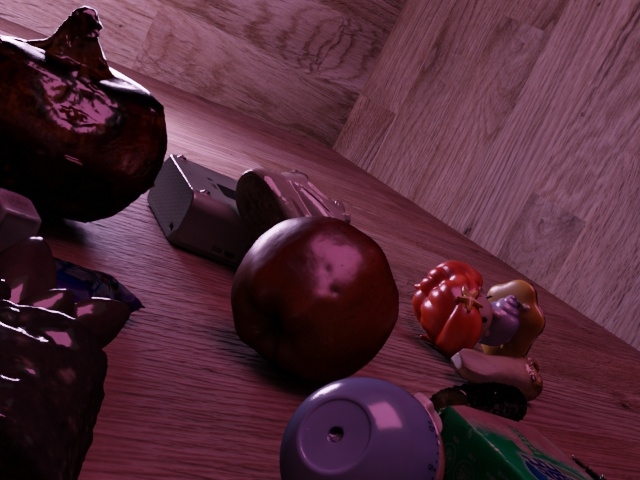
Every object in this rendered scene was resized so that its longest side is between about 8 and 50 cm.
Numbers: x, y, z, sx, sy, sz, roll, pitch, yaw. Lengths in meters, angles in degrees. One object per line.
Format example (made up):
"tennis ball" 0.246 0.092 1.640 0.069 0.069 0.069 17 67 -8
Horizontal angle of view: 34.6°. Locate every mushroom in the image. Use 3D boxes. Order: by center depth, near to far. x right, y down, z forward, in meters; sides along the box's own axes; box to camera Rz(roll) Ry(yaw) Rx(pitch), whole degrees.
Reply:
"mushroom" 0.303 0.230 1.790 0.209 0.071 0.084 16 47 -35

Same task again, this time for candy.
"candy" -0.290 0.056 1.153 0.145 0.070 0.275 24 2 4

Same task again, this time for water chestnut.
"water chestnut" -0.378 -0.193 1.501 0.350 0.302 0.350 23 7 -3

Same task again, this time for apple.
"apple" -0.011 0.077 1.385 0.234 0.234 0.234 26 11 -5

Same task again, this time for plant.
"plant" -0.250 0.110 0.717 0.194 0.182 0.321 19 10 -12

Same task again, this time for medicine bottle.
"medicine bottle" -0.391 -0.022 1.270 0.055 0.074 0.118 19 14 -32

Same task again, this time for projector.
"projector" -0.180 -0.048 1.818 0.198 0.108 0.250 23 11 -26

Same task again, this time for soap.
"soap" 0.247 0.302 1.224 0.217 0.098 0.273 15 13 -26

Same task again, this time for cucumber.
"cucumber" 0.252 0.250 1.561 0.072 0.072 0.300 33 11 29

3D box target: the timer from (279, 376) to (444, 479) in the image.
"timer" 0.071 0.220 1.022 0.255 0.175 0.175 16 15 -49

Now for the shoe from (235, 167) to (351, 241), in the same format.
"shoe" 0.000 0.000 1.698 0.159 0.124 0.316 -27 77 -47

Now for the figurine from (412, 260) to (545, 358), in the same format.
"figurine" 0.275 0.135 1.936 0.257 0.181 0.208 14 57 -45
